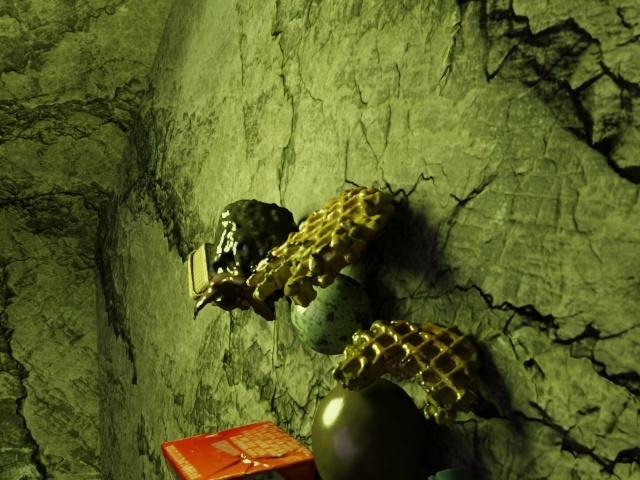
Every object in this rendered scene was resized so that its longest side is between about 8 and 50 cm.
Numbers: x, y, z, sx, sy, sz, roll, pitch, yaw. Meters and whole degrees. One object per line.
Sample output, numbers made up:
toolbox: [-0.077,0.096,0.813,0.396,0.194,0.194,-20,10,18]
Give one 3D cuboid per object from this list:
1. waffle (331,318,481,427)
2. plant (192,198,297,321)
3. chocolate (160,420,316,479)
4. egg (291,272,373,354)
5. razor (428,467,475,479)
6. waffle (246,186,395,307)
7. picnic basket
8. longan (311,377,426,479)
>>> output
waffle: [0.115,0.164,0.951,0.149,0.194,0.051,-60,-34,-42]
plant: [-0.132,0.043,1.430,0.178,0.204,0.234,117,159,-51]
chocolate: [-0.155,0.431,1.343,0.237,0.235,0.108,10,103,63]
egg: [0.016,0.116,1.183,0.172,0.132,0.132,-134,55,-72]
razor: [0.150,0.403,0.947,0.106,0.068,0.232,-108,30,-42]
waffle: [0.000,0.000,1.172,0.260,0.069,0.293,-46,16,-19]
picnic basket: [-0.207,0.079,1.599,0.079,0.164,0.115,-44,46,39]
longan: [0.062,0.283,1.023,0.204,0.159,0.185,171,104,-71]
